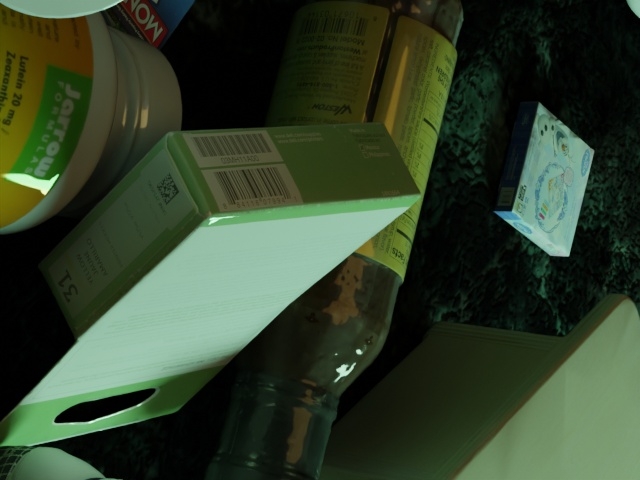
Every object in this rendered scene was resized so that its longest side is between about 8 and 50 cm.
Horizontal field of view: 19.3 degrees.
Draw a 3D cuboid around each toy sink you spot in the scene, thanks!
[{"bbox_3d":[0.117,0.150,1.285,0.234,0.131,0.152,-41,123,-36],"label":"toy sink"}]

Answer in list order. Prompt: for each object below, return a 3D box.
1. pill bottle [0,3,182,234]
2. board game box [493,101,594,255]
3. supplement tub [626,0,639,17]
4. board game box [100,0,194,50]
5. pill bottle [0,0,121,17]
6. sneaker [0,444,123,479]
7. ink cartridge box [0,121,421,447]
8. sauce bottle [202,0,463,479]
[{"bbox_3d":[-0.184,-0.077,0.895,0.246,0.136,0.136,14,81,-50],"label":"pill bottle"},{"bbox_3d":[0.170,-0.046,1.425,0.090,0.020,0.090,33,66,-46],"label":"board game box"},{"bbox_3d":[0.332,-0.271,1.514,0.144,0.144,0.199,30,68,-47],"label":"supplement tub"},{"bbox_3d":[-0.136,-0.195,1.009,0.194,0.060,0.194,-58,133,-30],"label":"board game box"},{"bbox_3d":[-0.143,-0.212,0.828,0.146,0.264,0.146,-16,139,-15],"label":"pill bottle"},{"bbox_3d":[-0.173,0.220,0.966,0.235,0.095,0.090,-64,150,-16],"label":"sneaker"},{"bbox_3d":[-0.079,0.026,1.008,0.171,0.235,0.056,-8,64,-50],"label":"ink cartridge box"},{"bbox_3d":[0.000,0.000,1.150,0.111,0.111,0.344,31,69,-47],"label":"sauce bottle"}]
